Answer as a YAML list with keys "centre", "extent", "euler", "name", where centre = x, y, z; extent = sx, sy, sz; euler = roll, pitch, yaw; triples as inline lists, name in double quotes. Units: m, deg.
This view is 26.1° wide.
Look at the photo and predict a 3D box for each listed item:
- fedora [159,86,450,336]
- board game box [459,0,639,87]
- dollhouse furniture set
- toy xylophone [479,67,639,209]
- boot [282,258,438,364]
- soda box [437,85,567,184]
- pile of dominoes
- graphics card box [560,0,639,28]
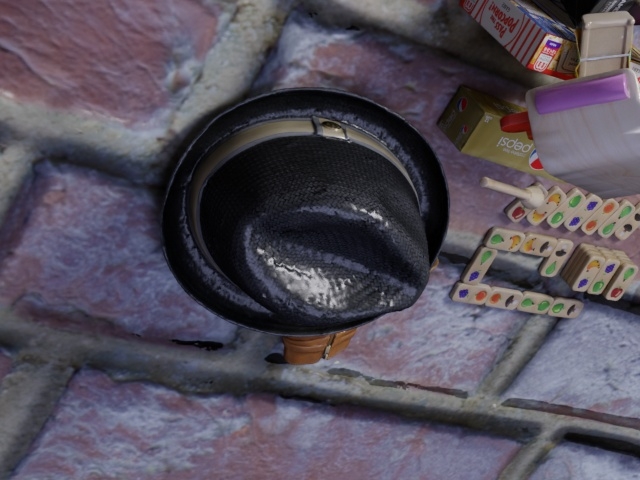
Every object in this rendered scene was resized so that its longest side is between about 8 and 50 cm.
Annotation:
- centre: [0.000, 0.000, 1.479]
  extent: [0.334, 0.152, 0.334]
  euler: [-7, 118, -13]
  name: "fedora"
- centre: [0.266, -0.219, 1.502]
  extent: [0.193, 0.147, 0.045]
  euler: [11, 119, -35]
  name: "board game box"
- centre: [0.325, -0.210, 1.436]
  extent: [0.152, 0.058, 0.076]
  euler: [-8, 119, -11]
  name: "dollhouse furniture set"
- centre: [0.301, -0.101, 1.499]
  extent: [0.236, 0.081, 0.323]
  euler: [-8, 170, 19]
  name: "toy xylophone"
- centre: [0.042, 0.075, 1.676]
  extent: [0.197, 0.073, 0.152]
  euler: [-8, 132, -15]
  name: "boot"
- centre: [0.228, -0.122, 1.619]
  extent: [0.181, 0.061, 0.058]
  euler: [12, 120, -37]
  name: "soda box"
- centre: [0.314, 0.025, 1.806]
  extent: [0.251, 0.040, 0.196]
  euler: [9, 121, -35]
  name: "pile of dominoes"
- centre: [0.450, -0.338, 1.476]
  extent: [0.371, 0.094, 0.233]
  euler: [-7, 153, -31]
  name: "graphics card box"
